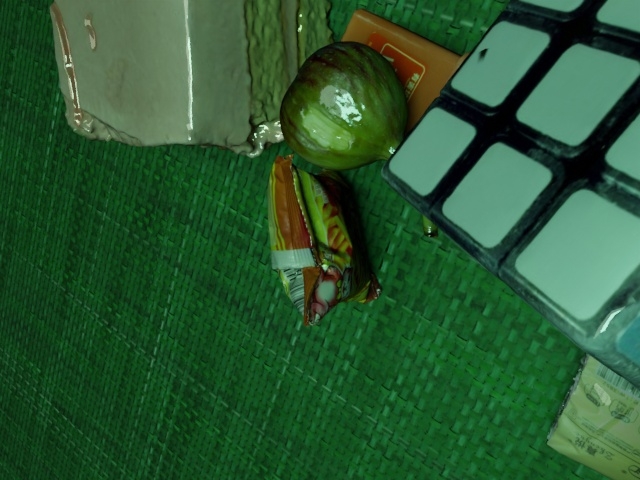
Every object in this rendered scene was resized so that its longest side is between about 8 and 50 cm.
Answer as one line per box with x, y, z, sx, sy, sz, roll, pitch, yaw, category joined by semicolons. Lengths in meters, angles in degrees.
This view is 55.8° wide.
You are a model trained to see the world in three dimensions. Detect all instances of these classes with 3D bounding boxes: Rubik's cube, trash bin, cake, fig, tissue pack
0.297;-0.051;0.548;0.301;0.305;0.304;-53;35;11;Rubik's cube
0.138;-0.198;0.806;0.238;0.184;0.161;44;118;32;trash bin
-0.183;-0.272;0.906;0.314;0.306;0.293;6;102;32;cake
0.061;-0.108;0.682;0.245;0.149;0.149;50;119;16;fig
0.418;0.209;0.694;0.256;0.123;0.215;25;123;28;tissue pack

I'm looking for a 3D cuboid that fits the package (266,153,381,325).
-0.001;-0.007;0.839;0.108;0.288;0.224;-12;87;15;package
